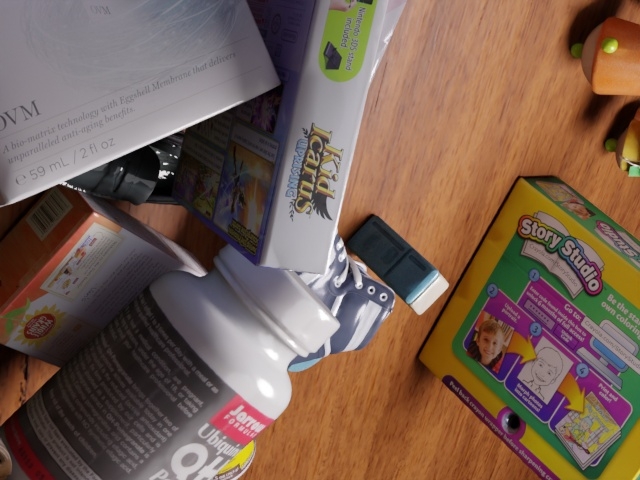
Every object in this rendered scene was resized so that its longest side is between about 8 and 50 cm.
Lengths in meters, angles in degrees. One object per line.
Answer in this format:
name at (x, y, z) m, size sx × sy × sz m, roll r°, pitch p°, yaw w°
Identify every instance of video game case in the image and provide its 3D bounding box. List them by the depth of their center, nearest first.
video game case at (-0.040, -0.122, 1.044) m, size 0.061 × 0.269 × 0.244 m, roll 10°, pitch 100°, yaw -22°

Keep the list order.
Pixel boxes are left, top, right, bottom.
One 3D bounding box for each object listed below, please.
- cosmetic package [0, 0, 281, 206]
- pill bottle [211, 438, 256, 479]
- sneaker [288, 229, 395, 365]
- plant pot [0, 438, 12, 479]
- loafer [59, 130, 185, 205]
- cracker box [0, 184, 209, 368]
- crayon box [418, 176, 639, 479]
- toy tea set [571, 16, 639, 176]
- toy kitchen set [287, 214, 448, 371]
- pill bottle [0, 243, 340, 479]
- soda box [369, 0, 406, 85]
cosmetic package at (-0.185, -0.164, 0.918) m, size 0.224 × 0.138 × 0.225 m, roll -28°, pitch 99°, yaw -27°
pill bottle at (-0.135, 0.176, 1.444) m, size 0.117 × 0.117 × 0.215 m, roll -30°, pitch 143°, yaw -23°
sneaker at (0.000, 0.000, 1.356) m, size 0.153 × 0.099 × 0.282 m, roll -4°, pitch 114°, yaw -20°
plant pot at (-0.366, 0.171, 1.142) m, size 0.167 × 0.165 × 0.167 m, roll -29°, pitch 144°, yaw -24°
loafer at (-0.176, -0.072, 1.173) m, size 0.223 × 0.078 × 0.076 m, roll 5°, pitch 121°, yaw -50°
cracker box at (-0.220, 0.049, 1.264) m, size 0.156 × 0.067 × 0.232 m, roll -47°, pitch 146°, yaw 4°
crayon box at (0.340, 0.142, 1.711) m, size 0.106 × 0.363 × 0.313 m, roll -1°, pitch 126°, yaw -48°
toy tea set at (0.399, -0.198, 1.682) m, size 0.336 × 0.124 × 0.200 m, roll 80°, pitch 31°, yaw -47°
toy kitchen set at (0.014, 0.059, 1.482) m, size 0.207 × 0.122 × 0.166 m, roll -46°, pitch 147°, yaw -1°
pill bottle at (-0.140, 0.141, 1.225) m, size 0.318 × 0.176 × 0.176 m, roll -43°, pitch 147°, yaw 1°
soda box at (0.012, -0.201, 1.181) m, size 0.083 × 0.092 × 0.263 m, roll 18°, pitch 103°, yaw -26°
